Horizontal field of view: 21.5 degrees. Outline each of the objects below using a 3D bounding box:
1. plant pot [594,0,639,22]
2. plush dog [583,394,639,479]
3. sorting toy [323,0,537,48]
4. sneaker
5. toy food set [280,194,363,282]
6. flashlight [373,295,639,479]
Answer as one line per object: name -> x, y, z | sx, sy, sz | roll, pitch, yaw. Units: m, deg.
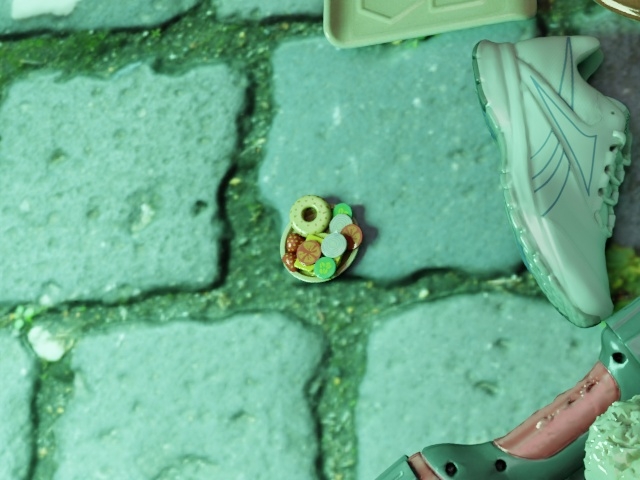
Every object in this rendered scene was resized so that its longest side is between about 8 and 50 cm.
plant pot -> 0.312, -0.371, 1.485 | 0.272, 0.265, 0.272 | -8, 65, 18
plush dog -> 0.364, 0.190, 1.274 | 0.225, 0.210, 0.262 | -25, 75, -23
sorting toy -> 0.108, -0.285, 1.665 | 0.208, 0.038, 0.193 | -6, 66, 14
sneaker -> 0.219, -0.066, 1.487 | 0.129, 0.111, 0.297 | -15, 65, 9
toy food set -> 0.000, 0.000, 1.591 | 0.082, 0.020, 0.083 | 19, 76, 27
flashlight -> 0.184, 0.154, 1.407 | 0.304, 0.103, 0.103 | -39, 57, 4
